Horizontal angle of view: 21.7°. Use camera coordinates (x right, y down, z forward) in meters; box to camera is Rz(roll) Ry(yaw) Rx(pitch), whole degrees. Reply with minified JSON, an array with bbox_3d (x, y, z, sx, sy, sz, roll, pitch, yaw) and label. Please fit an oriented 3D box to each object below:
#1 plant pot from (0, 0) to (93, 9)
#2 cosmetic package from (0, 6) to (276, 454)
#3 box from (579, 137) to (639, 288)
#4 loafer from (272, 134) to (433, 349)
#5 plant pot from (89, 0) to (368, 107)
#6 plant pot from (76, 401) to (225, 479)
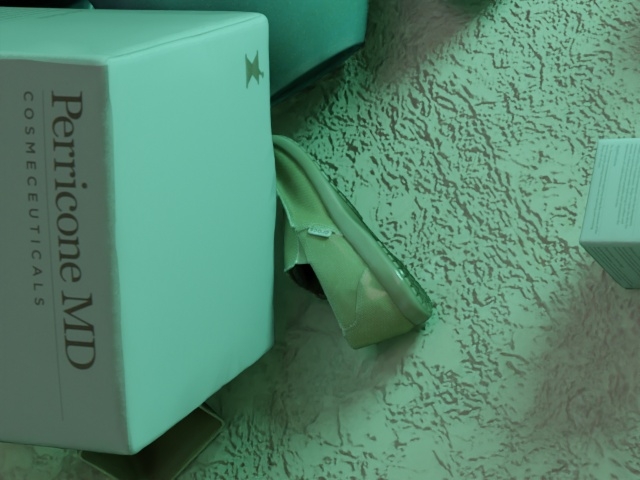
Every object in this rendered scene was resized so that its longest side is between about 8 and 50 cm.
[{"bbox_3d":[-0.415,-0.235,1.951,0.234,0.165,0.165,-9,62,38],"label":"plant pot"},{"bbox_3d":[-0.277,-0.031,1.489,0.393,0.327,0.329,3,104,20],"label":"cosmetic package"},{"bbox_3d":[0.285,-0.023,1.421,0.087,0.102,0.101,-1,66,35],"label":"box"},{"bbox_3d":[0.000,0.000,1.593,0.092,0.102,0.268,-40,52,2],"label":"loafer"},{"bbox_3d":[-0.063,-0.245,1.681,0.290,0.290,0.195,-33,90,15],"label":"plant pot"},{"bbox_3d":[-0.178,0.167,1.627,0.109,0.109,0.096,-46,39,5],"label":"plant pot"}]
